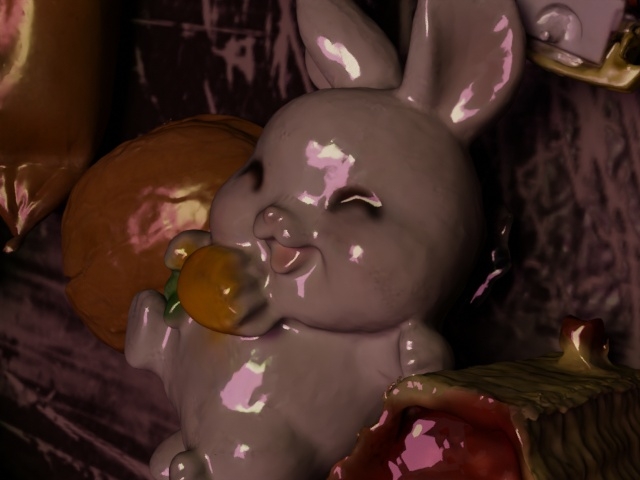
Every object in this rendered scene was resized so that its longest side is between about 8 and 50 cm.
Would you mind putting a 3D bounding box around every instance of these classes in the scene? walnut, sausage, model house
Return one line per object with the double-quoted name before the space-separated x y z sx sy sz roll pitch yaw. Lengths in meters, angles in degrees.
"walnut" -0.116 -0.008 0.729 0.211 0.087 0.167 -32 69 28
"sausage" -0.204 -0.154 0.777 0.112 0.112 0.328 8 93 33
"model house" 0.093 0.163 0.523 0.160 0.196 0.253 7 91 35

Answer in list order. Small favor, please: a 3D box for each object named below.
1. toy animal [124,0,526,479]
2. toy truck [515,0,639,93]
"toy animal" 0.002 0.005 0.598 0.208 0.154 0.325 15 86 50
"toy truck" 0.179 -0.218 0.533 0.136 0.111 0.285 31 103 28
